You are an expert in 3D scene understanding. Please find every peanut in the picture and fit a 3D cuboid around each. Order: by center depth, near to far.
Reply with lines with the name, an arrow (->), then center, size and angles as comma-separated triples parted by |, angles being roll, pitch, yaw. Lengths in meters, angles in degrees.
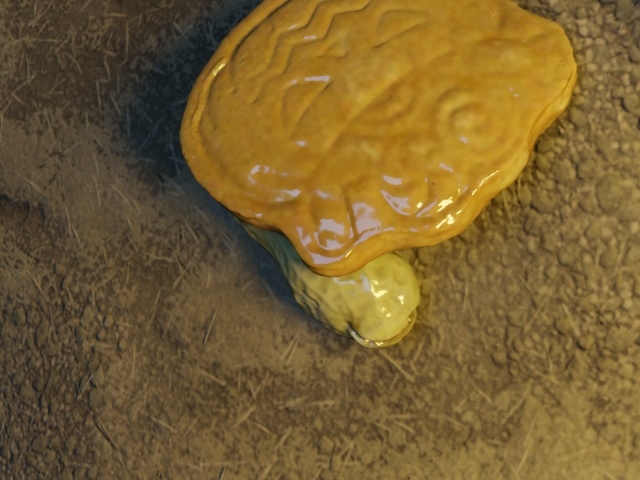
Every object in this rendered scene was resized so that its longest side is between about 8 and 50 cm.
peanut -> 0.000, 0.000, 1.157 | 0.130, 0.130, 0.290 | -45, 64, 18

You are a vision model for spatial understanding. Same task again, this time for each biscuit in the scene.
biscuit -> 0.048, -0.154, 1.104 | 0.385, 0.062, 0.365 | -42, 61, -7
